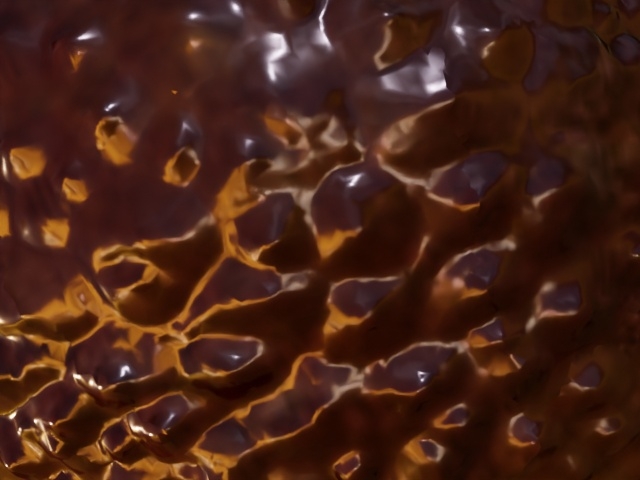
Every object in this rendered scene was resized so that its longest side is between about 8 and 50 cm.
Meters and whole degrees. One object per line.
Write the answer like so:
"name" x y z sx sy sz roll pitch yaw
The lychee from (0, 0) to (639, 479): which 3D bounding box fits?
"lychee" 0.000 0.000 0.479 0.260 0.260 0.260 -42 9 8
